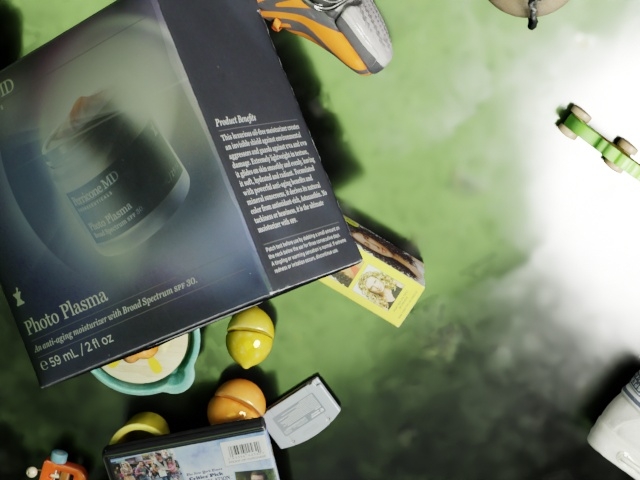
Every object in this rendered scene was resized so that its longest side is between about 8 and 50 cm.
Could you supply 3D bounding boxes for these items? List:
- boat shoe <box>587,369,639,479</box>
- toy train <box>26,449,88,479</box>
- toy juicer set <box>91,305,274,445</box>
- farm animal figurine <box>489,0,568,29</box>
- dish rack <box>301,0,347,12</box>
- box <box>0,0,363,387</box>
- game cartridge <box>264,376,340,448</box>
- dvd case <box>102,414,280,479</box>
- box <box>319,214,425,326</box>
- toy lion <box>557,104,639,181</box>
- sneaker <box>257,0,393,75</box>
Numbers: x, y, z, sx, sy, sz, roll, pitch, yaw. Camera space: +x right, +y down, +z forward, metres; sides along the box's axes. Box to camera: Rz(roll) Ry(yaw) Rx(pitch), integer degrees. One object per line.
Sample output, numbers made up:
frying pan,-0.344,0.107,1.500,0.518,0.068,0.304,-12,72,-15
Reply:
boat shoe,0.438,0.313,1.451,0.367,0.136,0.156,41,102,-5
toy train,-0.282,0.322,1.530,0.125,0.046,0.166,12,102,1
toy juicer set,-0.161,0.093,1.440,0.209,0.089,0.329,-13,103,6
farm animal figurine,0.209,-0.337,1.180,0.330,0.172,0.327,13,78,12
dish rack,-0.018,-0.369,1.267,0.271,0.208,0.074,48,136,-1
box,-0.168,-0.053,1.260,0.296,0.183,0.294,-24,86,30
game cartridge,-0.022,0.197,1.500,0.083,0.017,0.056,-33,98,10
dvd case,-0.127,0.315,1.492,0.180,0.022,0.253,-10,121,1
box,0.000,0.000,1.412,0.232,0.087,0.058,30,106,-7
toy lion,0.297,-0.094,1.369,0.100,0.096,0.034,35,103,-6
sneaker,-0.082,-0.257,1.342,0.180,0.124,0.321,-42,92,18
